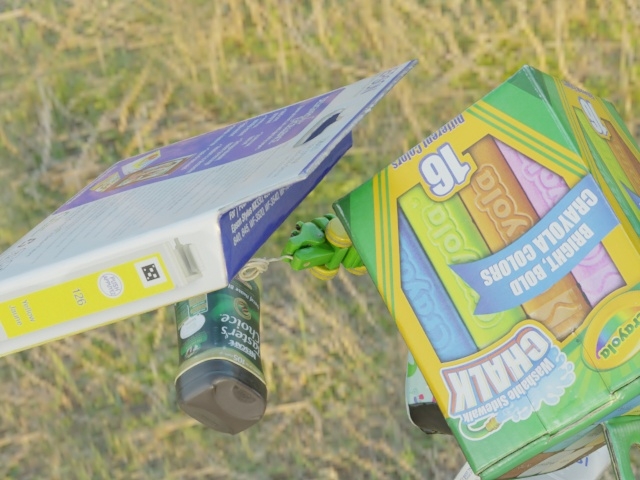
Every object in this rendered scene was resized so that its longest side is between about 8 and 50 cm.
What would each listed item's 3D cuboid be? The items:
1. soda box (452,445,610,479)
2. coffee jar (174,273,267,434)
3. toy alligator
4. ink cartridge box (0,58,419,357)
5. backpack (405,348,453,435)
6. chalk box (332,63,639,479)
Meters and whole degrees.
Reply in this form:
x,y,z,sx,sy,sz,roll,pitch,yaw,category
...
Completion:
x,y,z,sx,sy,sz,roll,pitch,yaw,category
0.203,0.185,1.293,0.091,0.098,0.286,38,32,14,soda box
-0.107,0.112,1.564,0.079,0.096,0.184,-32,41,24,coffee jar
0.000,0.000,1.332,0.189,0.056,0.051,-7,52,-33,toy alligator
-0.087,-0.029,1.149,0.307,0.072,0.303,-15,16,24,ink cartridge box
0.199,0.072,1.550,0.191,0.254,0.225,-7,-5,42,backpack
0.175,0.054,1.033,0.179,0.180,0.289,-36,71,22,chalk box
